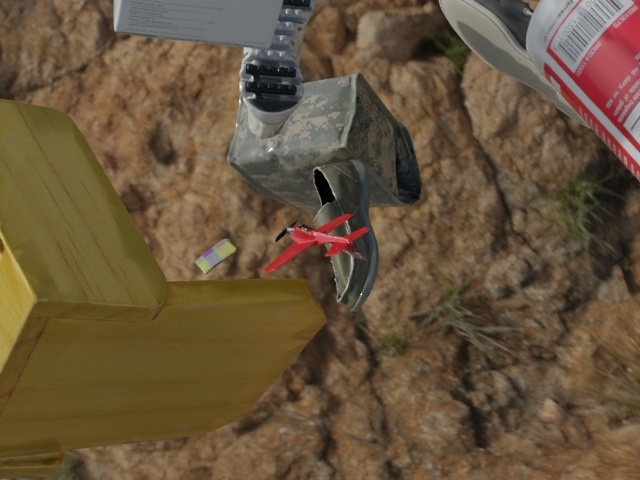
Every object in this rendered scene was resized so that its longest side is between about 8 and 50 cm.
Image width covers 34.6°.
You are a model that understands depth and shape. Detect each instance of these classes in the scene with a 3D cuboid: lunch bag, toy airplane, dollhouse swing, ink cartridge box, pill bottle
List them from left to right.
[{"bbox_3d":[-0.227,0.044,1.022,0.315,0.305,0.347,57,138,19],"label":"dollhouse swing"},{"bbox_3d":[-0.037,-0.122,0.370,0.063,0.115,0.029,3,52,-16],"label":"ink cartridge box"},{"bbox_3d":[0.000,0.000,1.273,0.151,0.028,0.151,-13,28,7],"label":"toy airplane"},{"bbox_3d":[0.020,-0.144,1.774,0.235,0.287,0.169,-5,62,29],"label":"lunch bag"},{"bbox_3d":[0.459,-0.175,1.268,0.229,0.229,0.407,-40,64,11],"label":"pill bottle"}]

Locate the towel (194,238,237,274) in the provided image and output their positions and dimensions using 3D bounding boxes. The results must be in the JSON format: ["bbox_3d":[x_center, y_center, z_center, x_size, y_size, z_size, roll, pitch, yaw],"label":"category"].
[{"bbox_3d":[-0.208,0.031,2.059,0.083,0.009,0.060,-37,38,-9],"label":"towel"}]

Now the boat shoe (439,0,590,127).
[{"bbox_3d":[0.334,-0.300,1.585,0.335,0.112,0.095,40,71,13],"label":"boat shoe"}]

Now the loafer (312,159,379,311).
[{"bbox_3d":[0.027,-0.010,1.520,0.094,0.087,0.251,121,150,-52],"label":"loafer"}]

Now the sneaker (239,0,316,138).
[{"bbox_3d":[-0.070,-0.286,1.516,0.110,0.118,0.292,9,65,-3],"label":"sneaker"}]
